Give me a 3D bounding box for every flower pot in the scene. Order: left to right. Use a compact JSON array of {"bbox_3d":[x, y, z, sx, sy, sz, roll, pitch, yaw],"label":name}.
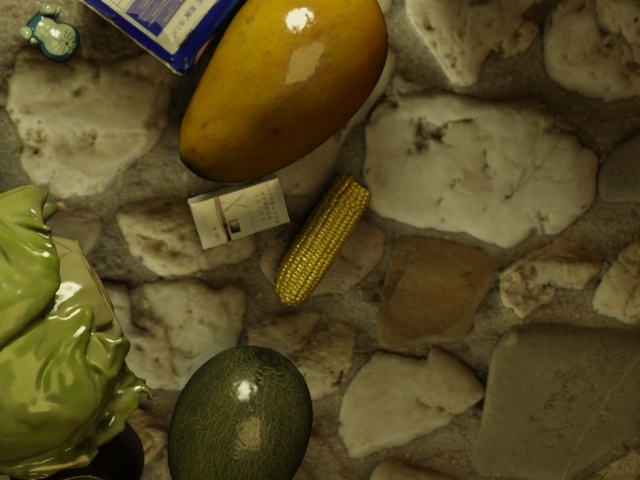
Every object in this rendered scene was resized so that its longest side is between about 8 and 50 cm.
[{"bbox_3d":[-0.414,0.423,1.688,0.235,0.148,0.235,-6,114,-14],"label":"flower pot"}]

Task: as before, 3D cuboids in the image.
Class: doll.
[{"bbox_3d":[-0.397,-0.307,1.460,0.083,0.050,0.076,39,78,-24],"label":"doll"}]

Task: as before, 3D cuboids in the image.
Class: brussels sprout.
[{"bbox_3d":[-0.481,0.158,1.452,0.361,0.342,0.426,-27,105,-13],"label":"brussels sprout"}]

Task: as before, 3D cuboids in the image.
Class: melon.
[{"bbox_3d":[-0.140,0.331,1.685,0.237,0.237,0.302,16,106,-21],"label":"melon"}]

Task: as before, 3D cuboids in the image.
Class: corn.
[{"bbox_3d":[0.000,0.000,1.680,0.081,0.081,0.248,28,101,-24],"label":"corn"}]

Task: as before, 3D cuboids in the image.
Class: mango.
[{"bbox_3d":[-0.060,-0.236,1.479,0.378,0.264,0.221,-46,75,9],"label":"mango"}]

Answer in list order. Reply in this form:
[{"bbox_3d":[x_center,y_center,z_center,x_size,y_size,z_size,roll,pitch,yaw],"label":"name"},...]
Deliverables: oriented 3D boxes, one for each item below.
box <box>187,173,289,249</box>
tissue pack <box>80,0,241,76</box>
[{"bbox_3d":[-0.137,-0.050,1.642,0.154,0.040,0.084,-19,116,-10],"label":"box"},{"bbox_3d":[-0.202,-0.409,1.434,0.209,0.137,0.270,34,102,-25],"label":"tissue pack"}]
